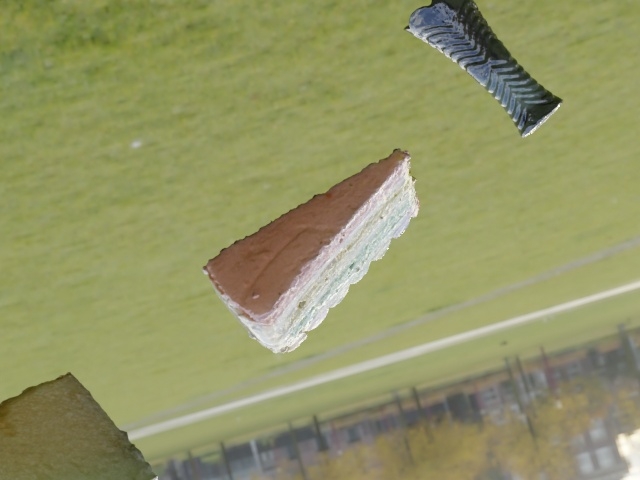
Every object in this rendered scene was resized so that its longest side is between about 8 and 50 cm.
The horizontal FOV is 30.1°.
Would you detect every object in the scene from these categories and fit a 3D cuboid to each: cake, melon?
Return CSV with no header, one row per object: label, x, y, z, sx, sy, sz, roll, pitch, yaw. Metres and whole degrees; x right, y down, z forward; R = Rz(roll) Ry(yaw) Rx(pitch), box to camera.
cake,0.010,0.016,1.127,0.225,0.090,0.109,-32,149,0
melon,-0.180,0.124,0.607,0.182,0.098,0.054,-13,144,-47

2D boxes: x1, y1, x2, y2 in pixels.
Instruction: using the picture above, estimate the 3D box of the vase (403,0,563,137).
vase,0.239,-0.257,1.704,0.115,0.237,0.115,-43,176,-4
